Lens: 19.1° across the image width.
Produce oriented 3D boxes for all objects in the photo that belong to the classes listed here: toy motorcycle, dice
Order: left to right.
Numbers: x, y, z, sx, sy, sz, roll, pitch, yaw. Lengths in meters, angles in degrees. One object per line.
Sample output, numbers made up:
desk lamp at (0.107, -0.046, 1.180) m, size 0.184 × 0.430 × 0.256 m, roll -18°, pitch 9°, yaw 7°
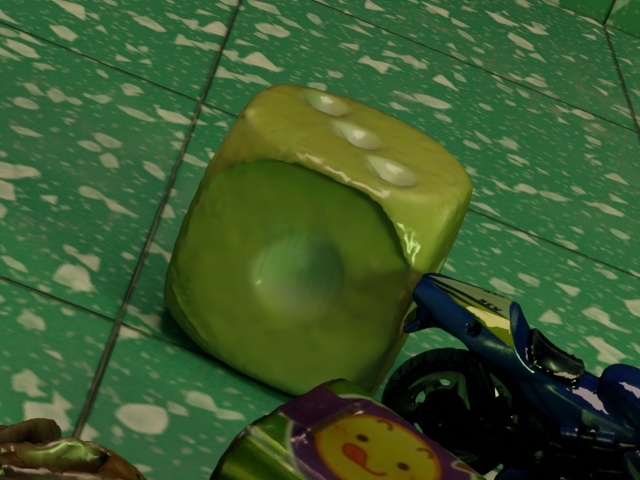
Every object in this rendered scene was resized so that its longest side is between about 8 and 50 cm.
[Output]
dice at (0.000, 0.000, 1.333) m, size 0.166 × 0.169 × 0.169 m, roll 27°, pitch 21°, yaw 6°
toy motorcycle at (0.189, 0.127, 1.230) m, size 0.315 × 0.169 × 0.113 m, roll 26°, pitch 22°, yaw 3°

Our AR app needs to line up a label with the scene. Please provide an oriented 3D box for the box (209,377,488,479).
box at (0.102, 0.213, 1.040) m, size 0.345 × 0.097 × 0.134 m, roll 34°, pitch 32°, yaw 24°

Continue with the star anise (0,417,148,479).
star anise at (-0.195, 0.137, 0.878) m, size 0.315 × 0.108 × 0.315 m, roll 11°, pitch 16°, yaw -3°
